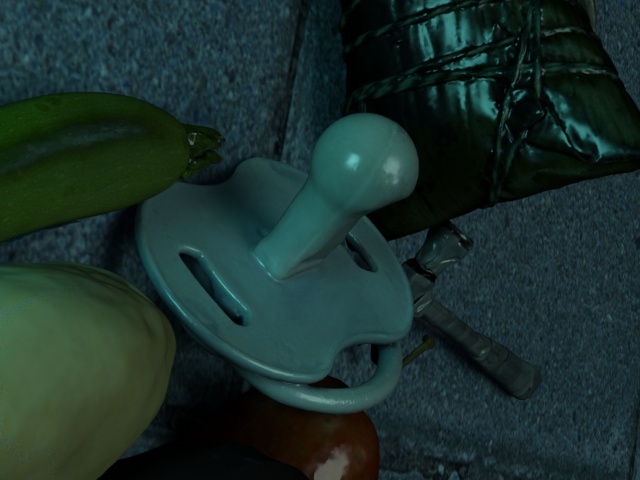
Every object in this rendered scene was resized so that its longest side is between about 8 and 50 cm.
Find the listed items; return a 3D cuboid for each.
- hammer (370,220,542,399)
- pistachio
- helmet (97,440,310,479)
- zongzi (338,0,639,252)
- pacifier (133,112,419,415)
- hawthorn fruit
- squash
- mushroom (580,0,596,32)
[{"bbox_3d":[0.164,0.099,1.590,0.152,0.044,0.427,-52,149,3],"label":"hammer"},{"bbox_3d":[-0.216,0.094,0.913,0.299,0.187,0.187,-28,117,-63],"label":"pistachio"},{"bbox_3d":[-0.091,0.222,1.023,0.305,0.225,0.177,-53,130,-75],"label":"helmet"},{"bbox_3d":[0.099,-0.220,1.349,0.362,0.319,0.383,38,43,-43],"label":"zongzi"},{"bbox_3d":[0.000,0.000,1.184,0.287,0.238,0.226,-17,150,-52],"label":"pacifier"},{"bbox_3d":[0.015,0.157,1.256,0.285,0.165,0.165,-37,126,-27],"label":"hawthorn fruit"},{"bbox_3d":[-0.178,-0.055,1.032,0.341,0.094,0.094,-21,112,-53],"label":"squash"},{"bbox_3d":[0.333,-0.372,1.848,0.068,0.043,0.306,14,83,-32],"label":"mushroom"}]
